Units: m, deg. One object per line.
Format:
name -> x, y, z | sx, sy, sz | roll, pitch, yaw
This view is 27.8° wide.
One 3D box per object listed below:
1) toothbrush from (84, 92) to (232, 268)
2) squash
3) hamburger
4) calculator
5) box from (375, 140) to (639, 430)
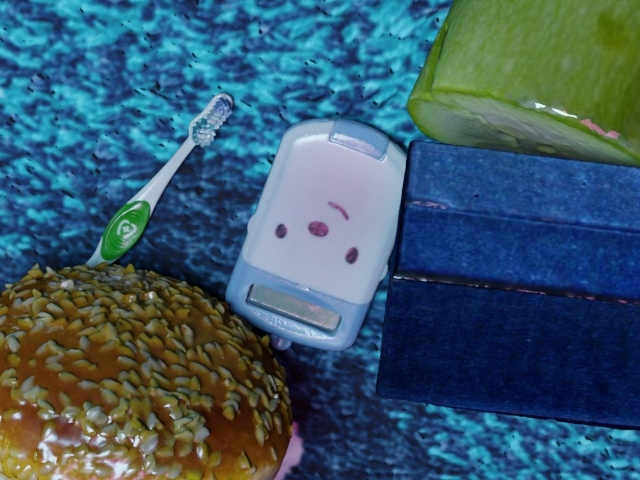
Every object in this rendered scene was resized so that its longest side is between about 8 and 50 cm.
toothbrush -> -0.168, -0.006, 1.087 | 0.030, 0.030, 0.304 | 39, 110, -8
squash -> 0.236, -0.196, 0.971 | 0.233, 0.210, 0.309 | 25, 80, -2
hamburger -> -0.165, 0.153, 1.008 | 0.290, 0.291, 0.225 | 18, 117, -1
calculator -> 0.000, 0.000, 1.066 | 0.121, 0.039, 0.210 | 22, 109, -1
box -> 0.188, 0.046, 0.950 | 0.278, 0.261, 0.116 | 8, 64, 3
